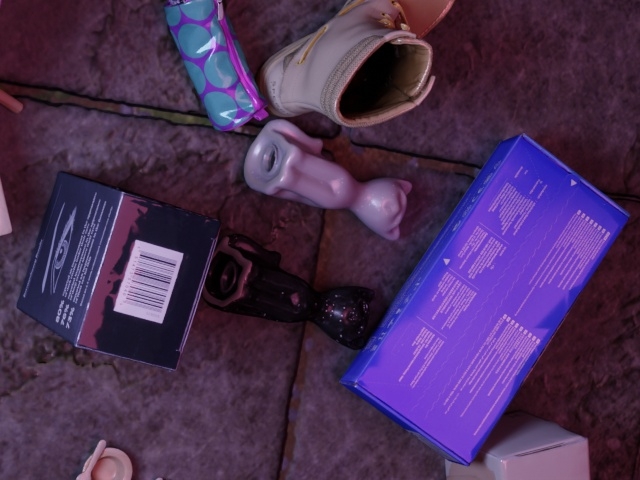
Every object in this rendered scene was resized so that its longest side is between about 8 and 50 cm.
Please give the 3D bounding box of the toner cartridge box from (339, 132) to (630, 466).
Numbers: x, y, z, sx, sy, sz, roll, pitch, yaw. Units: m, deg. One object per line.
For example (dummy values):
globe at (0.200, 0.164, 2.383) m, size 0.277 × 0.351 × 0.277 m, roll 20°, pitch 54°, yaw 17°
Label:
toner cartridge box at (0.188, 0.066, 1.709) m, size 0.165 × 0.075 × 0.348 m, roll 37°, pitch 79°, yaw -9°

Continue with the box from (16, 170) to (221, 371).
box at (-0.201, 0.025, 1.466) m, size 0.108 × 0.207 × 0.153 m, roll 17°, pitch 91°, yaw -27°

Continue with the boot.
boot at (0.075, -0.209, 1.565) m, size 0.262 × 0.203 × 0.095 m, roll -35°, pitch 112°, yaw -16°

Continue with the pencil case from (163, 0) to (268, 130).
pencil case at (-0.107, -0.192, 1.555) m, size 0.064 × 0.070 × 0.151 m, roll -41°, pitch 117°, yaw -42°

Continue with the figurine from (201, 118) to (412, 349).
figurine at (0.000, 0.000, 1.637) m, size 0.209 × 0.092 × 0.215 m, roll 21°, pitch 88°, yaw -36°

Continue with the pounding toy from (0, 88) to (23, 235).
pounding toy at (-0.359, -0.101, 1.432) m, size 0.181 × 0.094 × 0.206 m, roll -16°, pitch 105°, yaw -23°

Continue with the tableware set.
tableware set at (-0.220, 0.300, 1.603) m, size 0.169 × 0.020 × 0.141 m, roll 34°, pitch 82°, yaw -26°

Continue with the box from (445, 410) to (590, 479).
box at (0.238, 0.372, 1.770) m, size 0.121 × 0.148 × 0.311 m, roll -10°, pitch 101°, yaw -23°
